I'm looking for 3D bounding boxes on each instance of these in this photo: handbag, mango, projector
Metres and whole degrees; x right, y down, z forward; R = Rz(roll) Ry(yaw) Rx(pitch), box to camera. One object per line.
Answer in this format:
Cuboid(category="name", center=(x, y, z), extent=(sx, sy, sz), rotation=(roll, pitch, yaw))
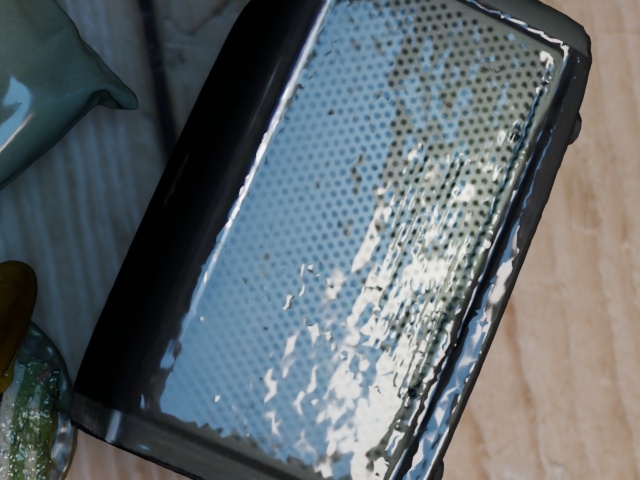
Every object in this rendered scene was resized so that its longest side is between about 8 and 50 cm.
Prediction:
Cuboid(category="handbag", center=(-0.343, -0.112, 1.557), extent=(0.316, 0.109, 0.253), rotation=(-39, 91, -11))
Cuboid(category="mango", center=(-0.264, 0.068, 1.550), extent=(0.063, 0.077, 0.127), rotation=(15, 66, 15))
Cuboid(category="projector", center=(0.000, 0.000, 1.477), extent=(0.242, 0.395, 0.405), rotation=(24, 82, -8))

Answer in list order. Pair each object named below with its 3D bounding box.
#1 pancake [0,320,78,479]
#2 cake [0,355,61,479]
Cuboid(category="pancake", center=(-0.312, 0.155, 1.584), extent=(0.222, 0.042, 0.236), rotation=(35, 78, -9))
Cuboid(category="cake", center=(-0.235, 0.161, 1.561), extent=(0.051, 0.055, 0.140), rotation=(8, 82, -13))
